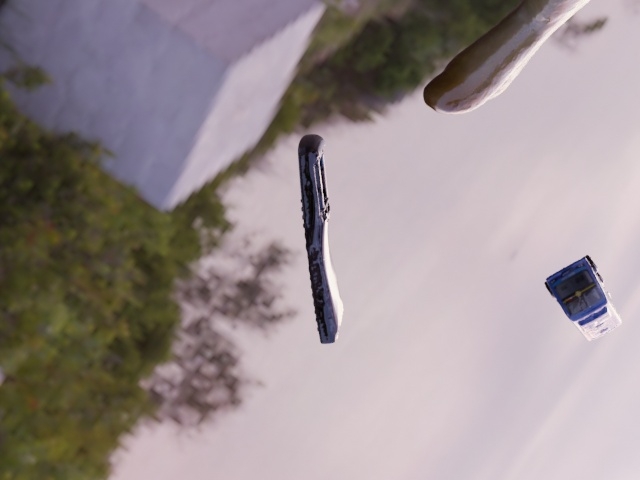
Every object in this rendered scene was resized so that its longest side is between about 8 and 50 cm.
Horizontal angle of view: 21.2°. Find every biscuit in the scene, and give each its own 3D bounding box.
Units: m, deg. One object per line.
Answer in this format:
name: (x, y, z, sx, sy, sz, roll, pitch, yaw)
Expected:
biscuit: (0.184, -0.191, 1.473, 0.208, 0.047, 0.164, -47, 172, 24)

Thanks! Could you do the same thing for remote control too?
remote control: (0.000, 0.000, 1.702, 0.059, 0.028, 0.212, -78, 162, -69)

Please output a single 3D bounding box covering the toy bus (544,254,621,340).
toy bus: (0.254, 0.056, 1.641, 0.051, 0.061, 0.153, -32, 163, 7)
